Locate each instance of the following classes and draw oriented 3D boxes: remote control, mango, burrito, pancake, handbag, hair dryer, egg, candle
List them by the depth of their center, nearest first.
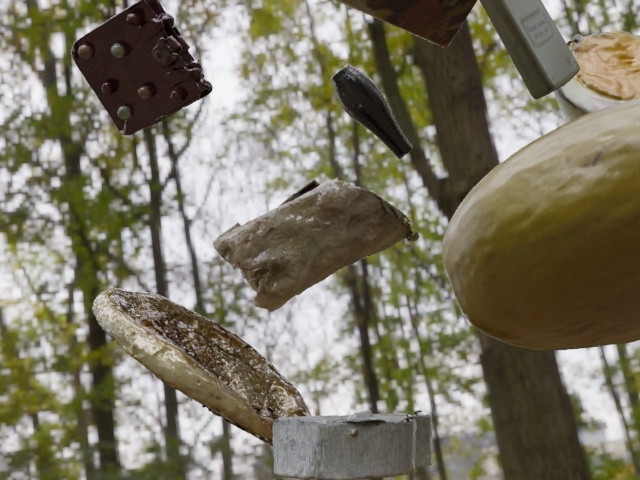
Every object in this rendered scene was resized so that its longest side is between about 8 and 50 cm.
[{"bbox_3d":[0.234,-0.013,0.822,0.332,0.142,0.195,-17,-32,33],"label":"mango"},{"bbox_3d":[0.029,0.212,1.244,0.169,0.068,0.192,-4,-8,18],"label":"candle"},{"bbox_3d":[-0.143,0.173,1.592,0.065,0.356,0.356,-52,-33,7],"label":"pancake"},{"bbox_3d":[0.277,-0.346,1.732,0.038,0.285,0.123,-28,7,41],"label":"remote control"},{"bbox_3d":[-0.004,-0.012,2.016,0.348,0.175,0.107,-25,9,-22],"label":"burrito"},{"bbox_3d":[0.530,-0.231,2.075,0.286,0.264,0.174,9,-42,1],"label":"egg"},{"bbox_3d":[-0.321,-0.309,2.127,0.216,0.203,0.074,-23,14,34],"label":"handbag"},{"bbox_3d":[0.089,-0.242,2.218,0.075,0.195,0.219,-39,8,2],"label":"hair dryer"}]

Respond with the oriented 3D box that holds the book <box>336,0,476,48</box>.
[{"bbox_3d":[0.089,-0.493,1.783,0.428,0.039,0.300,19,-62,-24],"label":"book"}]
